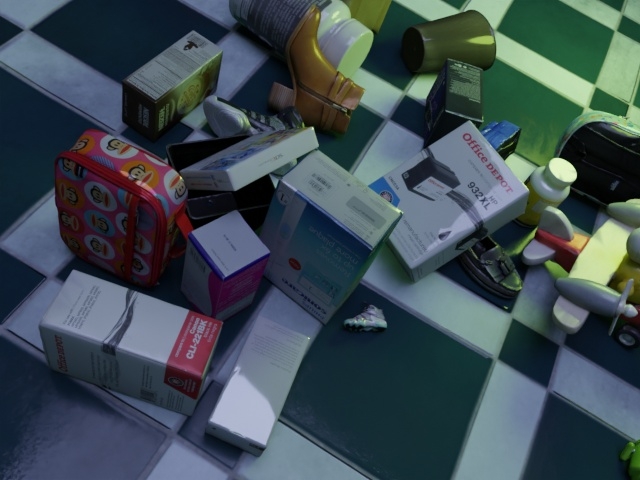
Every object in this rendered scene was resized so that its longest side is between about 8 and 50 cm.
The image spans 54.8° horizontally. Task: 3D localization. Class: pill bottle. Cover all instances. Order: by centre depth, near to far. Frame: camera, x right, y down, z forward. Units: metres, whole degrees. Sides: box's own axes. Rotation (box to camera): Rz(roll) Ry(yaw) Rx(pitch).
[{"bbox_3d":[0.556,-0.121,1.549,0.103,0.184,0.103,8,56,-12],"label":"pill bottle"},{"bbox_3d":[-0.050,-0.586,1.655,0.361,0.204,0.204,39,56,10],"label":"pill bottle"}]

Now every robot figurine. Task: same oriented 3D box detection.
[{"bbox_3d":[0.681,0.462,1.282,0.101,0.067,0.115,27,54,12],"label":"robot figurine"}]

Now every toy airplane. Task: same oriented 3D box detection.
[{"bbox_3d":[0.674,0.042,1.427,0.384,0.272,0.386,4,57,-14],"label":"toy airplane"}]

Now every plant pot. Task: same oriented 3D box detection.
[{"bbox_3d":[-0.214,-0.091,1.308,0.187,0.167,0.188,-13,62,-23],"label":"plant pot"}]

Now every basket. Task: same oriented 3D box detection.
[{"bbox_3d":[0.366,-0.573,1.812,0.226,0.154,0.204,-15,62,-21],"label":"basket"}]

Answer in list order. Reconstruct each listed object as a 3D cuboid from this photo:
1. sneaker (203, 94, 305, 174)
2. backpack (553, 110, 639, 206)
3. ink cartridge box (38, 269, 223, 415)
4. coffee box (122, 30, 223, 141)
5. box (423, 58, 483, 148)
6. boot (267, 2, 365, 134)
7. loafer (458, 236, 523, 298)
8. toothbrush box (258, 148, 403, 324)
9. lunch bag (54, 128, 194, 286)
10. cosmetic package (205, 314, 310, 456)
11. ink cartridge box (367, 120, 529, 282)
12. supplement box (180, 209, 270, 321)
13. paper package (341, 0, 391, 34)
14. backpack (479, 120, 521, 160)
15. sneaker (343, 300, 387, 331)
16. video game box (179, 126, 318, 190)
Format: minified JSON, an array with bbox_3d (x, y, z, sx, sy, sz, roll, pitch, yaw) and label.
[{"bbox_3d":[-0.145,-0.281,1.497,0.268,0.101,0.153,36,54,1],"label":"sneaker"},{"bbox_3d":[0.765,-0.225,1.662,0.253,0.225,0.191,22,32,2],"label":"backpack"},{"bbox_3d":[-0.326,0.184,1.077,0.272,0.197,0.114,19,53,-5],"label":"ink cartridge box"},{"bbox_3d":[-0.349,-0.366,1.462,0.098,0.141,0.246,34,56,6],"label":"coffee box"},{"bbox_3d":[0.357,-0.353,1.659,0.108,0.153,0.207,15,54,-7],"label":"box"},{"bbox_3d":[0.011,-0.414,1.531,0.220,0.284,0.109,22,18,-2],"label":"boot"},{"bbox_3d":[0.378,0.023,1.463,0.096,0.084,0.267,-35,73,-34],"label":"loafer"},{"bbox_3d":[0.000,0.000,1.235,0.216,0.295,0.126,38,53,8],"label":"toothbrush box"},{"bbox_3d":[-0.357,-0.044,1.160,0.258,0.293,0.120,27,50,2],"label":"lunch bag"},{"bbox_3d":[-0.115,0.268,1.158,0.117,0.085,0.231,25,56,0],"label":"cosmetic package"},{"bbox_3d":[0.275,-0.088,1.399,0.307,0.129,0.223,-33,68,0],"label":"ink cartridge box"},{"bbox_3d":[-0.188,0.061,1.185,0.114,0.220,0.111,-30,71,-32],"label":"supplement box"},{"bbox_3d":[0.059,-0.782,1.751,0.168,0.309,0.325,-21,68,-27],"label":"paper package"},{"bbox_3d":[0.466,-0.255,1.668,0.101,0.098,0.120,32,61,31],"label":"backpack"},{"bbox_3d":[0.092,0.159,1.321,0.098,0.038,0.069,9,54,-23],"label":"sneaker"},{"bbox_3d":[-0.136,-0.155,1.171,0.205,0.187,0.048,-33,111,-31],"label":"video game box"}]
